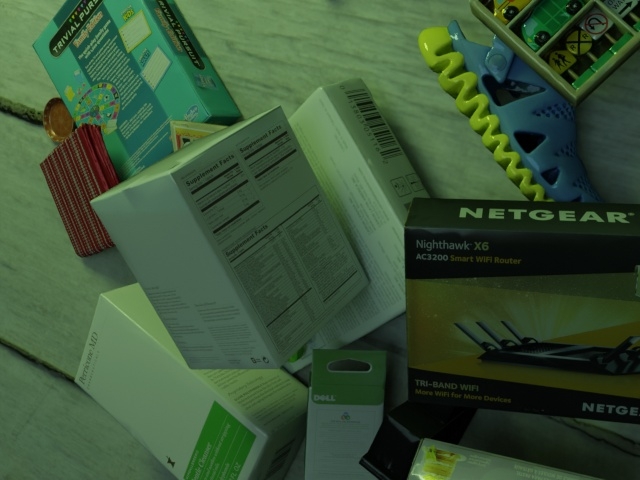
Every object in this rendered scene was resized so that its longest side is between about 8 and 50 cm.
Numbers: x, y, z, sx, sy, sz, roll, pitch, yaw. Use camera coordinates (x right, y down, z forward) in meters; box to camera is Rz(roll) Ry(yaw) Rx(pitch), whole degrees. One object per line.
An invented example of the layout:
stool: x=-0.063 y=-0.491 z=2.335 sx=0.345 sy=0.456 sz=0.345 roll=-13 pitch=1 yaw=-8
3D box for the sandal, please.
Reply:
sandal: x=0.249 y=-0.154 z=0.886 sx=0.138 sy=0.126 sz=0.317 roll=-35 pitch=83 yaw=17

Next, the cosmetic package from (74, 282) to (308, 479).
cosmetic package: x=-0.203 y=0.240 z=1.207 sx=0.365 sy=0.155 sz=0.197 roll=33 pitch=117 yaw=23

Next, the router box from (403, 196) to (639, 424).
router box: x=0.253 y=0.080 z=0.852 sx=0.309 sy=0.081 sz=0.243 roll=2 pitch=118 yaw=14

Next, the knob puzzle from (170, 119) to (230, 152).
knob puzzle: x=-0.151 y=-0.075 z=1.117 sx=0.213 sy=0.030 sz=0.213 roll=17 pitch=123 yaw=28

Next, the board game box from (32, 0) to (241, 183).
board game box: x=-0.310 y=-0.266 z=1.235 sx=0.254 sy=0.079 sz=0.336 roll=-37 pitch=78 yaw=31

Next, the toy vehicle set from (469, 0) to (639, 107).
toy vehicle set: x=0.315 y=-0.295 z=0.811 sx=0.267 sy=0.035 sz=0.166 roll=-44 pitch=74 yaw=6

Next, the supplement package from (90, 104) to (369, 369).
supplement package: x=-0.112 y=0.003 z=0.970 sx=0.199 sy=0.198 sz=0.262 roll=-11 pitch=112 yaw=47

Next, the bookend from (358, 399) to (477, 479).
bookend: x=0.145 y=0.227 z=0.985 sx=0.072 sy=0.156 sz=0.157 roll=33 pitch=113 yaw=26

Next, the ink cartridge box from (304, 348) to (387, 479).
ink cartridge box: x=0.035 y=0.247 z=1.087 sx=0.109 sy=0.062 sz=0.209 roll=2 pitch=102 yaw=-2

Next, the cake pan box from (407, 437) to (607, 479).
cake pan box: x=0.253 y=0.357 z=0.918 sx=0.246 sy=0.070 sz=0.267 roll=8 pitch=140 yaw=30

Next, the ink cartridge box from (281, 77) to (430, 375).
ink cartridge box: x=0.000 y=0.000 z=1.105 sx=0.385 sy=0.091 sz=0.308 roll=-39 pitch=77 yaw=48

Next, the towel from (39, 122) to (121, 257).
towel: x=-0.401 y=-0.077 z=1.290 sx=0.275 sy=0.031 sz=0.199 roll=-14 pitch=98 yaw=55

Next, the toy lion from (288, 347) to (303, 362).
toy lion: x=-0.064 y=0.154 z=1.152 sx=0.100 sy=0.034 sz=0.096 roll=29 pitch=135 yaw=37

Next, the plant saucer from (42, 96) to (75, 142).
plant saucer: x=-0.479 y=-0.222 z=1.386 sx=0.083 sy=0.013 sz=0.083 roll=6 pitch=100 yaw=32
